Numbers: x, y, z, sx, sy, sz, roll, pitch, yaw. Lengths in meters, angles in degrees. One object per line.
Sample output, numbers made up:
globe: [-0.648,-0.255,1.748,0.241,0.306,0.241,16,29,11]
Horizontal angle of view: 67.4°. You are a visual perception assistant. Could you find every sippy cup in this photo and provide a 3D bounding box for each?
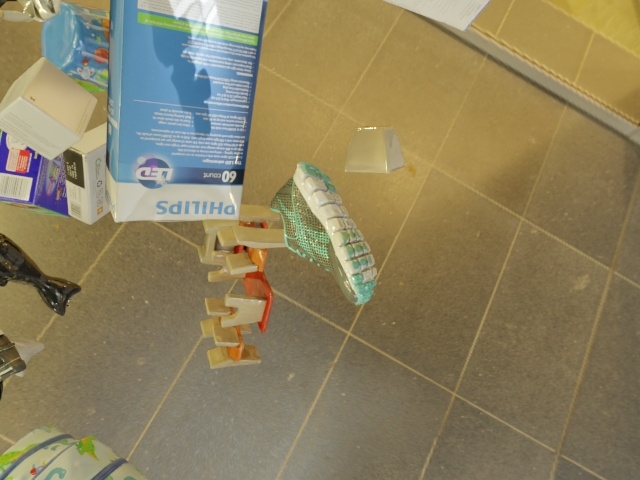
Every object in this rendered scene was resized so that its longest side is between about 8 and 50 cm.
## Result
sippy cup: [-0.586,-0.505,1.261,0.240,0.224,0.306,37,111,25]

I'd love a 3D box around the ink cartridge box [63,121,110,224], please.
ink cartridge box: [-0.418,-0.202,1.088,0.069,0.176,0.371,25,39,9]

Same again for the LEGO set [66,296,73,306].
LEGO set: [-0.630,0.141,1.207,0.023,0.054,0.083,-2,29,-30]

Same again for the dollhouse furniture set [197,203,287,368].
dollhouse furniture set: [-0.129,0.051,0.859,0.135,0.262,0.259,2,32,-26]

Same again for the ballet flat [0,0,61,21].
ballet flat: [-0.567,-0.469,0.916,0.095,0.280,0.096,-12,117,20]

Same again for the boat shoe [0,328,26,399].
boat shoe: [-0.512,0.225,0.696,0.079,0.084,0.233,45,109,-7]

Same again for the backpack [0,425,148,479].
backpack: [-0.380,0.430,0.664,0.273,0.355,0.290,49,36,2]

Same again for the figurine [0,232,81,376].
figurine: [-0.579,0.128,0.890,0.092,0.209,0.215,6,61,33]

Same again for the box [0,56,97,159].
box: [-0.430,-0.206,0.755,0.102,0.087,0.101,40,38,-42]

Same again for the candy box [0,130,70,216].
candy box: [-0.798,-0.217,1.382,0.122,0.317,0.268,9,84,-9]

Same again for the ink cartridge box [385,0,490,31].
ink cartridge box: [0.200,-0.449,0.772,0.208,0.206,0.045,14,71,-15]

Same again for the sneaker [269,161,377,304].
sneaker: [0.000,0.000,0.518,0.065,0.076,0.167,6,53,-56]

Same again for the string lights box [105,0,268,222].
string lights box: [-0.139,-0.151,0.483,0.133,0.076,0.260,-2,116,-32]

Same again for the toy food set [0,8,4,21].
toy food set: [-0.423,-0.201,0.466,0.191,0.039,0.133,13,53,-4]

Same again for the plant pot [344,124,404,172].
plant pot: [0.120,-0.207,1.075,0.109,0.109,0.096,5,107,28]
